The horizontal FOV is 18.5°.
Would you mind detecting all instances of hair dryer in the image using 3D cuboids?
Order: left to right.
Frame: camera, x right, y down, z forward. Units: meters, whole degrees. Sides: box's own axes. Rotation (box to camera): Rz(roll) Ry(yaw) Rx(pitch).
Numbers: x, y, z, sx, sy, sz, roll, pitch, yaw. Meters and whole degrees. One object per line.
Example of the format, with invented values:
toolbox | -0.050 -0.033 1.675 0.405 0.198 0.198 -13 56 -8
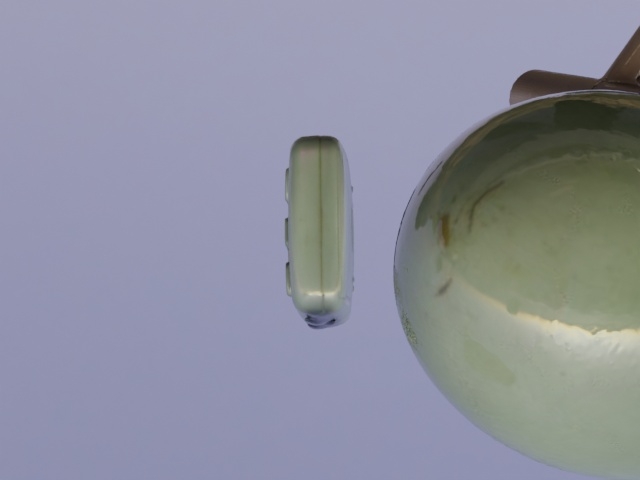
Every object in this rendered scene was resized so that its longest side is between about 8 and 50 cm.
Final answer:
hair dryer | 0.270 -0.183 1.649 0.054 0.220 0.195 30 172 -32

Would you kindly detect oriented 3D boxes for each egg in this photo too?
egg | 0.157 0.025 1.038 0.283 0.203 0.203 15 -160 -44

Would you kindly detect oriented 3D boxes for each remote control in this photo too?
remote control | 0.000 0.000 1.573 0.056 0.140 0.296 -2 176 2
